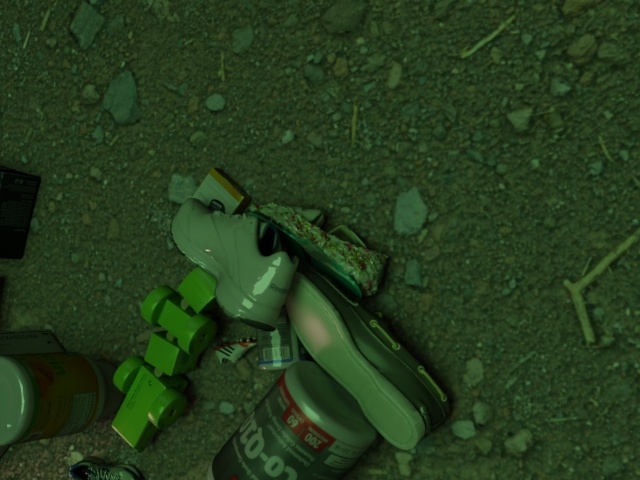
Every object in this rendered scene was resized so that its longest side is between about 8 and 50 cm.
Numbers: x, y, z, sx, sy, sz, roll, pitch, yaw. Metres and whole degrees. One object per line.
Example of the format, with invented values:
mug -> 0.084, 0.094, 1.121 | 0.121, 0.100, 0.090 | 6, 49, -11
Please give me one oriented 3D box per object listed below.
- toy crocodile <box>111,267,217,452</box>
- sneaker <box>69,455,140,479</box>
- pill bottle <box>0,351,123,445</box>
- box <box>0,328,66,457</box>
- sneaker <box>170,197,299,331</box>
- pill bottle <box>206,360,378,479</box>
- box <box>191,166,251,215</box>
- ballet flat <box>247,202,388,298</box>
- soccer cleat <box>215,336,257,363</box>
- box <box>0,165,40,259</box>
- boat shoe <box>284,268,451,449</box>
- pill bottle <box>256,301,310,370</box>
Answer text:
toy crocodile -> -0.237, 0.186, 1.563 | 0.115, 0.105, 0.340 | 32, 106, 27
sneaker -> -0.362, 0.397, 1.631 | 0.135, 0.058, 0.052 | 4, 89, 28
pill bottle -> -0.434, 0.248, 1.572 | 0.136, 0.245, 0.136 | -2, 86, 28
box -> -0.582, 0.286, 1.695 | 0.087, 0.169, 0.290 | 46, 107, 23
sneaker -> -0.120, 0.011, 1.447 | 0.129, 0.111, 0.297 | -57, 46, 11
pill bottle -> -0.061, 0.326, 1.415 | 0.161, 0.161, 0.283 | 45, 107, 23
box -> -0.179, -0.040, 1.579 | 0.081, 0.028, 0.136 | 44, 109, 23
ballet flat -> 0.000, 0.000, 1.462 | 0.241, 0.091, 0.077 | 34, 72, 21
soccer cleat -> -0.129, 0.173, 1.539 | 0.083, 0.029, 0.036 | -15, 89, 30
box -> -0.611, -0.061, 1.775 | 0.156, 0.093, 0.158 | 16, 96, 28
boat shoe -> 0.061, 0.155, 1.393 | 0.305, 0.091, 0.109 | 50, 144, 18
pill bottle -> -0.059, 0.124, 1.475 | 0.078, 0.078, 0.137 | -8, 83, 28
